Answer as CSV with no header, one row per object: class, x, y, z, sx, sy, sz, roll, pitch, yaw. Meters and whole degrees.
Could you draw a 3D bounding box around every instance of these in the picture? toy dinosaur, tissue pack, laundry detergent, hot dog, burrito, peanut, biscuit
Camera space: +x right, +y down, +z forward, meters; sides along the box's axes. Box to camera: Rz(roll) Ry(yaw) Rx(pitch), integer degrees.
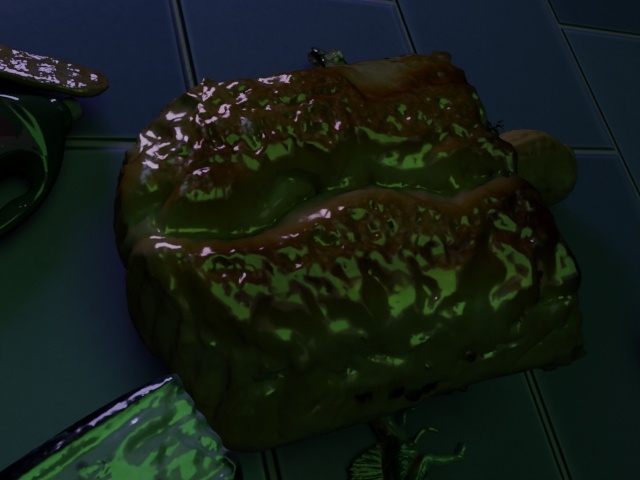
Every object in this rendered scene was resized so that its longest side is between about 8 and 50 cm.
toy dinosaur,0.077,0.230,0.623,0.106,0.044,0.187,12,72,-6
tissue pack,-0.166,0.188,0.386,0.185,0.257,0.081,-34,80,-35
laundry detergent,-0.297,-0.069,0.579,0.211,0.063,0.137,-37,88,-38
hot dog,0.000,0.000,0.612,0.365,0.196,0.367,-12,63,-26
burrito,0.044,-0.167,0.812,0.051,0.042,0.171,-26,75,-37
peanut,0.229,-0.082,0.820,0.263,0.117,0.101,-15,36,-35
biscuit,-0.280,-0.166,0.639,0.147,0.018,0.071,13,30,-9

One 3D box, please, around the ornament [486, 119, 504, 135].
ornament,0.208,-0.132,0.883,0.125,0.028,0.073,-2,65,-25
